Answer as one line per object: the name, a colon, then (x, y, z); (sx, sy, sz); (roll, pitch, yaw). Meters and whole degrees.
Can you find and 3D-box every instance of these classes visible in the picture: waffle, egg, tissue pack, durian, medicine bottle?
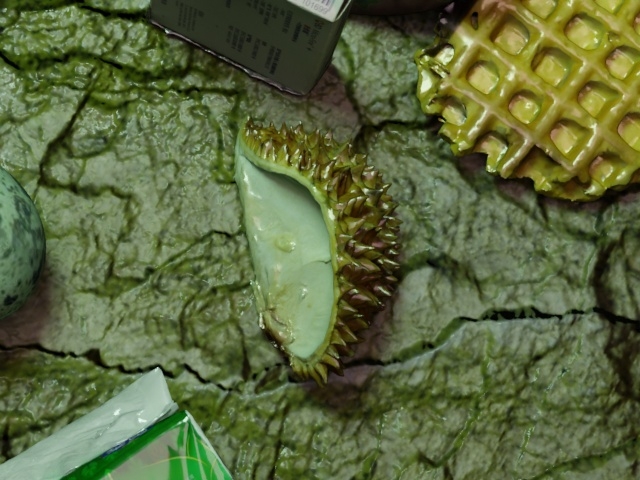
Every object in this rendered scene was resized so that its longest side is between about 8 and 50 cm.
waffle: (0.240, -0.191, 1.234); (0.307, 0.060, 0.312); (5, 83, -7)
egg: (-0.305, -0.009, 1.118); (0.132, 0.132, 0.172); (-31, 76, -9)
tissue pack: (-0.180, 0.219, 1.094); (0.209, 0.148, 0.156); (-34, 88, -8)
durian: (0.000, 0.000, 1.179); (0.139, 0.144, 0.252); (-11, 91, 31)
medicine bottle: (-0.064, -0.200, 1.132); (0.171, 0.201, 0.052); (25, 77, -1)

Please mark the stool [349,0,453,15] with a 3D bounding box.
stool: (0.033, -0.337, 1.144); (0.272, 0.272, 0.178); (16, 66, -4)
